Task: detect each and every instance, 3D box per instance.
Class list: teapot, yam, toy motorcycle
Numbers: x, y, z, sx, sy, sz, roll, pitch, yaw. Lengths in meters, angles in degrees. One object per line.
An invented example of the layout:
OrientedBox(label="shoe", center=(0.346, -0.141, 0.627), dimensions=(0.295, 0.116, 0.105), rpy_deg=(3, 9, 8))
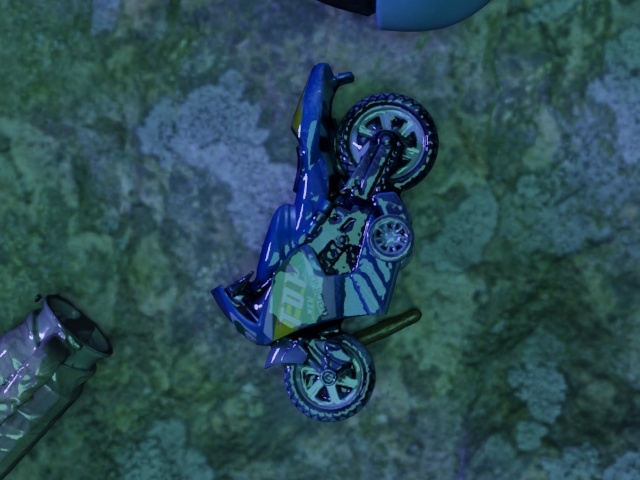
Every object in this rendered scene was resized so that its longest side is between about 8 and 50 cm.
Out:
OrientedBox(label="teapot", center=(-0.245, 0.133, 0.849), dimensions=(0.077, 0.107, 0.200), rpy_deg=(42, 94, -3))
OrientedBox(label="yam", center=(0.029, 0.078, 0.895), dimensions=(0.107, 0.014, 0.014), rpy_deg=(-25, 97, 2))
OrientedBox(label="toy motorcycle", center=(0.000, 0.000, 0.849), dimensions=(0.135, 0.092, 0.254), rpy_deg=(16, 88, 6))

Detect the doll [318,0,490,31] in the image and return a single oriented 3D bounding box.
OrientedBox(label="doll", center=(0.016, -0.240, 0.793), dimensions=(0.314, 0.141, 0.177), rpy_deg=(13, 129, 8))
